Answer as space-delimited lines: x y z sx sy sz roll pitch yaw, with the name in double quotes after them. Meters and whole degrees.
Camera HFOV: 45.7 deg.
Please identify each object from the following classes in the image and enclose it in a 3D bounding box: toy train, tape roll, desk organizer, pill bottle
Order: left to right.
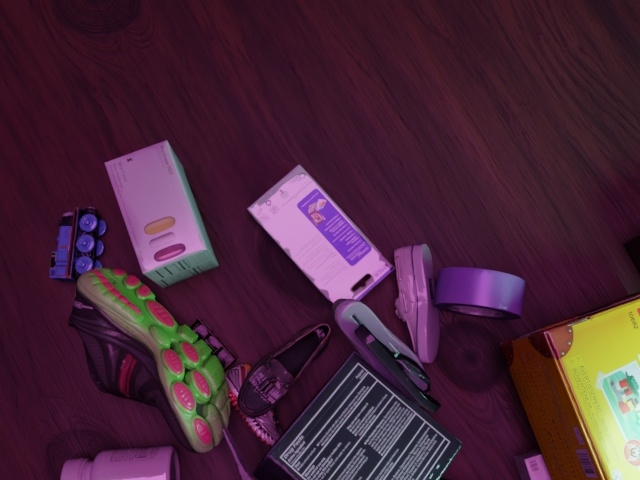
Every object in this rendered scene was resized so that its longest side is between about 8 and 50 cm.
-0.556 0.012 1.738 0.105 0.080 0.184 1 79 6 "toy train"
-0.422 0.508 1.609 0.229 0.131 0.131 -4 79 -1 "pill bottle"
-0.246 0.235 1.704 0.047 0.050 0.130 -42 81 -8 "desk organizer"
0.346 0.117 1.655 0.189 0.189 0.080 10 79 2 "tape roll"

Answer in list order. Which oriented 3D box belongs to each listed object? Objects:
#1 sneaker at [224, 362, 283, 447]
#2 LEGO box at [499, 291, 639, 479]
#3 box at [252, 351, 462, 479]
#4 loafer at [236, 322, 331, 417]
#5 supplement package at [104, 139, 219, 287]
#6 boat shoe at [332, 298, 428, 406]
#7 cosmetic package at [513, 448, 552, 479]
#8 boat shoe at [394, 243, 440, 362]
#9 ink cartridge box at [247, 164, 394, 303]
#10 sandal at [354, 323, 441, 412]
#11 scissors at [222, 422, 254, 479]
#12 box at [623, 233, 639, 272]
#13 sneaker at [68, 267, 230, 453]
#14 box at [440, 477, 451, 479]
-0.128 0.366 1.659 0.093 0.088 0.225 -38 81 -8 "sneaker"
0.650 0.376 1.554 0.373 0.193 0.500 -15 78 -20 "LEGO box"
0.073 0.445 1.553 0.294 0.182 0.296 41 58 7 "box"
-0.076 0.268 1.637 0.096 0.084 0.267 44 60 5 "loafer"
-0.346 -0.053 1.684 0.145 0.204 0.261 -21 79 -4 "supplement package"
0.133 0.239 1.664 0.109 0.094 0.302 -36 105 -2 "boat shoe"
0.486 0.570 1.610 0.061 0.099 0.239 -16 80 -5 "cosmetic package"
0.208 0.142 1.704 0.088 0.096 0.267 -8 84 27 "boat shoe"
0.000 0.000 1.744 0.165 0.065 0.332 -40 80 -7 "ink cartridge box"
0.173 0.264 1.576 0.054 0.097 0.254 -42 105 -1 "sandal"
-0.124 0.503 1.511 0.109 0.021 0.297 -12 72 0 "scissors"
0.864 0.123 1.678 0.191 0.143 0.381 -24 81 -4 "box"
-0.372 0.269 1.639 0.483 0.185 0.202 47 117 21 "sneaker"
0.314 0.598 1.600 0.207 0.108 0.153 12 80 2 "box"
